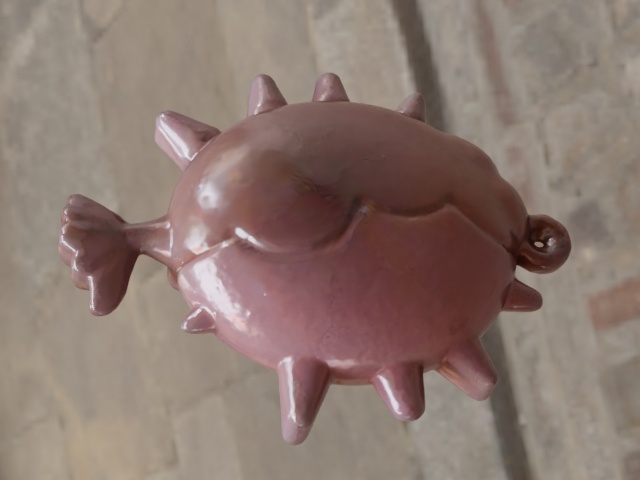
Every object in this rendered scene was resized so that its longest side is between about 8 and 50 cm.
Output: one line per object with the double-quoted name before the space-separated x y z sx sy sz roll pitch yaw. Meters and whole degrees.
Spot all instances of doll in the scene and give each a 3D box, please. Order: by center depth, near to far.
"doll" 0.000 0.000 0.860 0.093 0.262 0.211 104 155 -57
